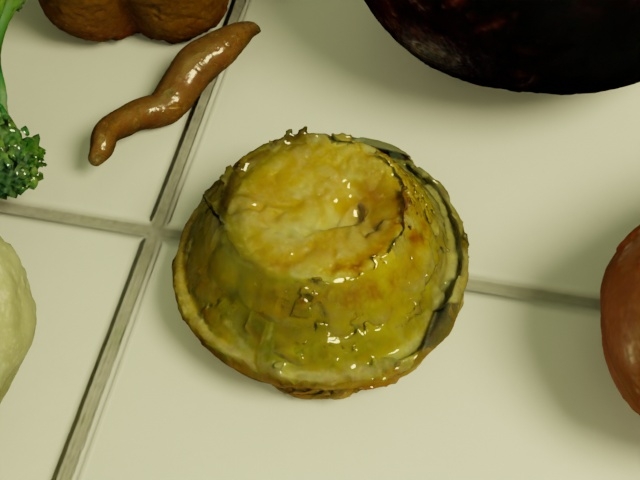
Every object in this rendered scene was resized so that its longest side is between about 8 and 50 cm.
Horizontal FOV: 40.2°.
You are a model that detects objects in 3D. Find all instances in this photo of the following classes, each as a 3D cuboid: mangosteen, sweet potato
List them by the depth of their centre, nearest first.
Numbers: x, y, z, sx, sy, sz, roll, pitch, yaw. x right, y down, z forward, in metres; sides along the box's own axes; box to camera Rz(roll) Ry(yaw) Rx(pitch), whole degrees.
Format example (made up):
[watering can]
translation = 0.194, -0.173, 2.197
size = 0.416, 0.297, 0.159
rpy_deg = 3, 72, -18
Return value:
[mangosteen]
translation = 0.163, -0.243, 0.596
size = 0.297, 0.293, 0.297
rpy_deg = 3, 52, -4
[sweet potato]
translation = -0.114, -0.116, 0.678
size = 0.044, 0.044, 0.179
rpy_deg = 38, 68, 23

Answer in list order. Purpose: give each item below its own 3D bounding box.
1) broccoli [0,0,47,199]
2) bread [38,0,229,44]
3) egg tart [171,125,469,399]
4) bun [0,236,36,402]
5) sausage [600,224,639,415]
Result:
[broccoli]
translation = -0.266, -0.127, 0.612
size = 0.194, 0.194, 0.219
rpy_deg = -47, 31, -23
[bread]
translation = -0.144, -0.273, 0.721
size = 0.232, 0.135, 0.247
rpy_deg = 8, 59, 7
[egg tart]
translation = 0.001, 0.000, 0.578
size = 0.212, 0.090, 0.213
rpy_deg = 0, 56, 0
[bun]
translation = -0.280, 0.056, 0.526
size = 0.220, 0.134, 0.221
rpy_deg = 0, 86, 5
[sausage]
translation = 0.283, 0.019, 0.508
size = 0.268, 0.153, 0.141
rpy_deg = -27, 51, -13
